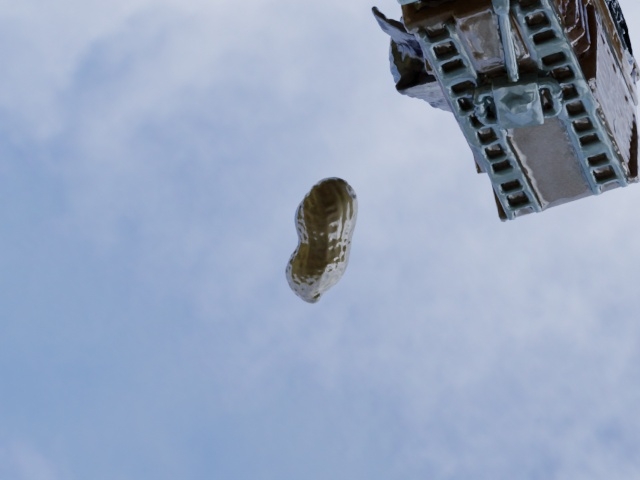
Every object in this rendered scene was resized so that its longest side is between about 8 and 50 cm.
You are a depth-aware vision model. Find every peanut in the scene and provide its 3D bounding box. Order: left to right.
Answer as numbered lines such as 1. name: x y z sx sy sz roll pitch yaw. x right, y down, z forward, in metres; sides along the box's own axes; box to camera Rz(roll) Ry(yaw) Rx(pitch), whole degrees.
1. peanut: 0.000 0.000 1.411 0.054 0.054 0.113 30 -62 33

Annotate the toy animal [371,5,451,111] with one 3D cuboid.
1. toy animal: 0.136 -0.195 1.555 0.122 0.185 0.298 31 -145 11

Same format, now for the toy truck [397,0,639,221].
1. toy truck: 0.115 -0.162 1.142 0.136 0.305 0.162 -17 -139 17
